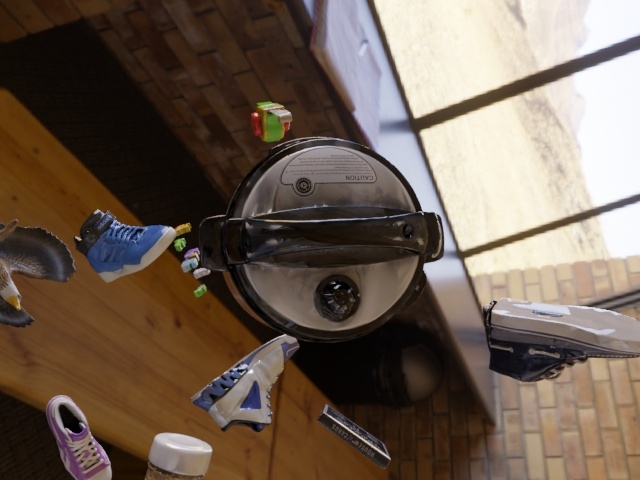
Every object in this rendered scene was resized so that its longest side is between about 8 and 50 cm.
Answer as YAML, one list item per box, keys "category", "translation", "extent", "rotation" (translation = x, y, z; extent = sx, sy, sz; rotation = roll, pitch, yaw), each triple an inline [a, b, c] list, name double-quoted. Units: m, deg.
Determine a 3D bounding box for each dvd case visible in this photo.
- category: "dvd case"
  translation: [0.075, 0.449, 1.464]
  extent: [0.029, 0.179, 0.238]
  rotation: [-55, 173, -8]

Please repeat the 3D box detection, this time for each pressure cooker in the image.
- category: "pressure cooker"
  translation: [0.002, 0.006, 1.175]
  extent: [0.375, 0.370, 0.420]
  rotation: [45, -10, -4]

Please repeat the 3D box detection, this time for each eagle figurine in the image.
- category: "eagle figurine"
  translation: [-0.709, 0.071, 1.393]
  extent: [0.298, 0.226, 0.225]
  rotation: [90, -6, -79]

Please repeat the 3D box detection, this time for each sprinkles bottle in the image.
- category: "sprinkles bottle"
  translation: [-0.318, 0.572, 1.245]
  extent: [0.121, 0.121, 0.355]
  rotation: [30, 73, -66]

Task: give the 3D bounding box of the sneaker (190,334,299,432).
- category: "sneaker"
  translation: [-0.170, 0.397, 1.663]
  extent: [0.315, 0.127, 0.182]
  rotation: [-33, 87, -33]

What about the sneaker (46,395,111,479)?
- category: "sneaker"
  translation: [-0.632, 0.542, 1.652]
  extent: [0.102, 0.161, 0.282]
  rotation: [-33, 98, -31]

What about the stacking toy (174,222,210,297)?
- category: "stacking toy"
  translation: [-0.383, 0.057, 1.838]
  extent: [0.221, 0.052, 0.167]
  rotation: [-110, 179, -71]

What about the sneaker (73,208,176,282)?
- category: "sneaker"
  translation: [-0.251, -0.004, 0.785]
  extent: [0.084, 0.152, 0.058]
  rotation: [52, 44, -20]

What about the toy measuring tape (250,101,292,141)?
- category: "toy measuring tape"
  translation: [-0.135, -0.337, 1.853]
  extent: [0.330, 0.121, 0.121]
  rotation: [-134, -155, -65]

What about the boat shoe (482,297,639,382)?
- category: "boat shoe"
  translation: [0.516, 0.229, 1.336]
  extent: [0.127, 0.341, 0.158]
  rotation: [-31, 124, -53]
